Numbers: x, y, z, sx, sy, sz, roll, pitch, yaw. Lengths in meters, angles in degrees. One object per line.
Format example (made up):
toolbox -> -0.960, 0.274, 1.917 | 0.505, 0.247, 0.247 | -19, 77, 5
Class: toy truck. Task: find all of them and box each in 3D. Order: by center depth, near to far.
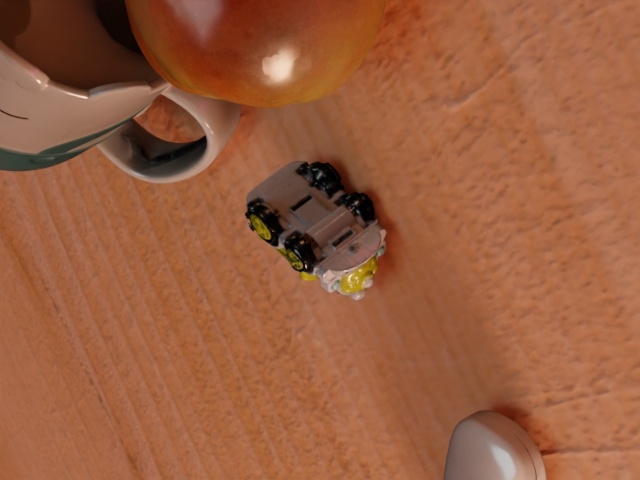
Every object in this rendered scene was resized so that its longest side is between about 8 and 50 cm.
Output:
toy truck -> 0.000, 0.000, 1.114 | 0.111, 0.076, 0.077 | 43, 157, 30

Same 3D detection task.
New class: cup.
cup -> -0.197, -0.156, 1.194 | 0.289, 0.219, 0.257 | 38, 151, -14

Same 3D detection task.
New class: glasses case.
glasses case -> 0.121, 0.207, 1.076 | 0.074, 0.049, 0.193 | 32, 134, 42

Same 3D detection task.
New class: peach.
peach -> -0.047, -0.175, 0.986 | 0.184, 0.184, 0.184 | 32, 133, 42
